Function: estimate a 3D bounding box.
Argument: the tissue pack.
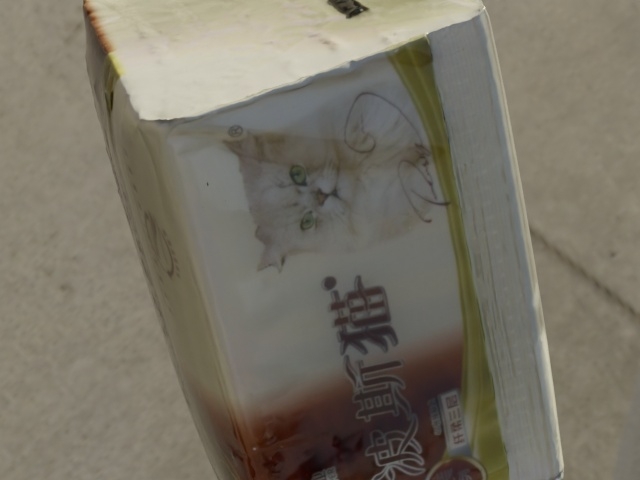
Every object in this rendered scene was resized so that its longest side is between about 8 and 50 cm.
[{"bbox_3d":[-0.001,0.000,0.445,0.099,0.149,0.106,-20,30,-11],"label":"tissue pack"}]
